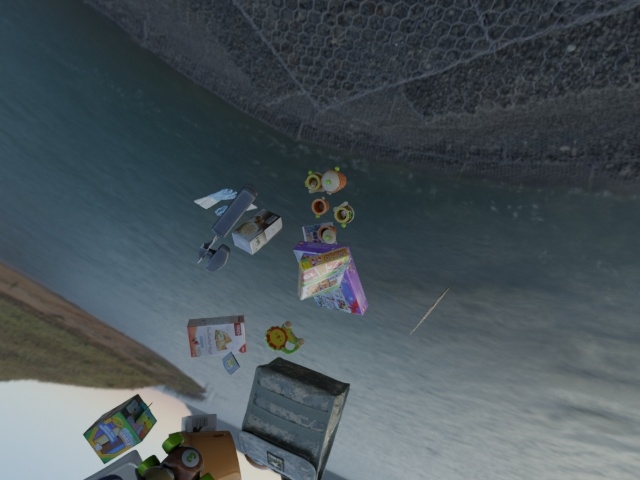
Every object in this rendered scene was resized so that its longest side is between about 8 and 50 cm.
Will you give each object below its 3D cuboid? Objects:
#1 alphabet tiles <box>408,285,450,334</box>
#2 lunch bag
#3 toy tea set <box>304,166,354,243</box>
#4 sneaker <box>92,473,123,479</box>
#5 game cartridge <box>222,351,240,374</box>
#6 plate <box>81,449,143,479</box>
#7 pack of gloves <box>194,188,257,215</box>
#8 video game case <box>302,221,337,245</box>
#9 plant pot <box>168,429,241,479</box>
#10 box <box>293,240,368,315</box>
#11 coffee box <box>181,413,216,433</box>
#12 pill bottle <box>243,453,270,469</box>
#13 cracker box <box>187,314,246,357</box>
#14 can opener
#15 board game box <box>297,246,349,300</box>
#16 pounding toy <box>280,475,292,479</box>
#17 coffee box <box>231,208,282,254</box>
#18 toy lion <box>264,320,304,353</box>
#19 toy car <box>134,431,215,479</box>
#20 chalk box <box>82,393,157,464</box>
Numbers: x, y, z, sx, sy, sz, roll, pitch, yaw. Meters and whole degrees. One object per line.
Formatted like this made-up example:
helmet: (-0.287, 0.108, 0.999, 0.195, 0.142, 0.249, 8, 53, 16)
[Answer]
alphabet tiles: (0.495, 0.307, 1.873, 0.009, 0.198, 0.237, 41, 129, 19)
lunch bag: (-0.079, 0.494, 1.119, 0.235, 0.286, 0.169, 15, -178, 20)
toy tea set: (0.031, -0.153, 1.819, 0.200, 0.124, 0.335, -11, 94, 28)
sneaker: (-0.479, 0.641, 0.912, 0.236, 0.130, 0.323, -13, -176, 18)
game cartridge: (-0.362, 0.497, 1.686, 0.083, 0.056, 0.017, 47, -177, 34)
plate: (-0.737, 0.947, 1.523, 0.277, 0.278, 0.045, 48, 128, 21)
pack of gloves: (-0.452, -0.190, 2.012, 0.232, 0.046, 0.195, -14, 150, 29)
video game case: (0.000, 0.000, 1.934, 0.143, 0.157, 0.019, -10, 170, -9)
plant pot: (-0.391, 0.778, 1.423, 0.204, 0.290, 0.291, -9, 165, -24)
box: (0.041, 0.137, 1.505, 0.201, 0.057, 0.293, 7, 133, 34)
coffee box: (-0.481, 0.843, 1.634, 0.119, 0.297, 0.168, 6, 155, -24)
pill bottle: (-0.164, 0.643, 1.430, 0.162, 0.162, 0.278, 23, 123, 5)
cracker box: (-0.435, 0.405, 1.773, 0.232, 0.067, 0.155, -4, 113, -8)
can opener: (-0.257, -0.029, 1.198, 0.095, 0.076, 0.283, 38, 108, -13)
board game box: (0.001, 0.098, 1.131, 0.124, 0.039, 0.259, -17, 160, -12)
pounding toy: (-0.092, 0.880, 1.537, 0.141, 0.130, 0.100, -123, 19, -64)
coffee box: (-0.337, -0.051, 2.265, 0.141, 0.246, 0.098, 27, 141, 29)
toy lion: (-0.111, 0.290, 1.222, 0.100, 0.096, 0.034, 52, 145, 6)
toy car: (-0.356, 0.547, 0.954, 0.155, 0.149, 0.188, 44, 166, 18)
chalk box: (-0.914, 0.871, 1.979, 0.179, 0.289, 0.180, 58, -173, -5)
